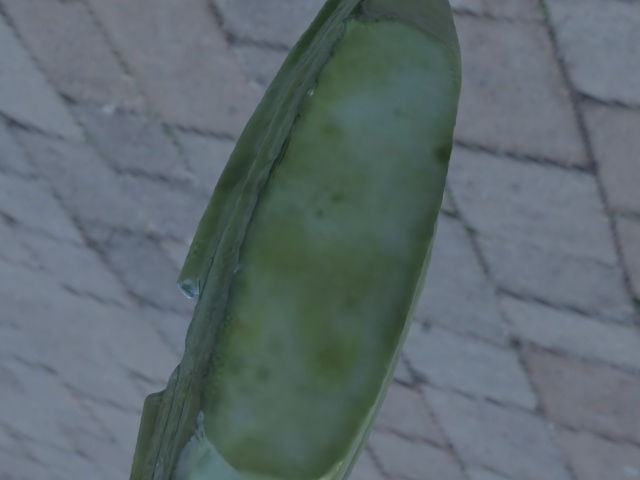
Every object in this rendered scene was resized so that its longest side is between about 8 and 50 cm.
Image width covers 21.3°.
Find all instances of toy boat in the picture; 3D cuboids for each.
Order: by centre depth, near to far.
[{"bbox_3d":[0.000,0.000,0.666,0.093,0.293,0.055,23,153,-8],"label":"toy boat"}]
